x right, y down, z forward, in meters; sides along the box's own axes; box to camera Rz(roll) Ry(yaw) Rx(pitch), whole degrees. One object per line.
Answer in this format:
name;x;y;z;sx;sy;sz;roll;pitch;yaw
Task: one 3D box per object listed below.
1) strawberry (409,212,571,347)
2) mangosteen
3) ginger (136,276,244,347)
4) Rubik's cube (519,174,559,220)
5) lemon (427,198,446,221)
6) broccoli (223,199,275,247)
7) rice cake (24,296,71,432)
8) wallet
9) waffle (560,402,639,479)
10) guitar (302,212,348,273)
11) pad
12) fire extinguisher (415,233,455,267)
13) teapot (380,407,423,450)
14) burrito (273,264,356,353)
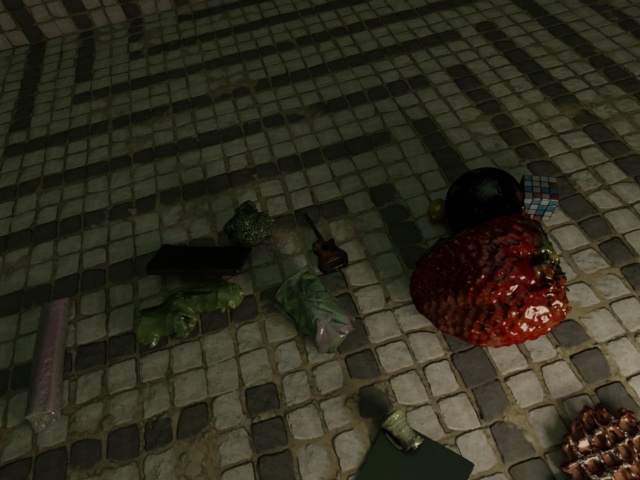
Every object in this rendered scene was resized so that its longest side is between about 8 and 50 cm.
strawberry;0.379;0.097;1.023;0.351;0.267;0.312;-11;39;25
mangosteen;0.463;-0.100;1.194;0.250;0.211;0.211;-16;47;-41
ginger;-0.346;0.187;1.152;0.290;0.089;0.137;-28;37;-18
Rubik's cube;0.616;-0.122;1.243;0.092;0.092;0.092;7;55;13
lemon;0.344;-0.087;1.273;0.062;0.062;0.083;23;58;22
broccoli;-0.210;-0.041;1.268;0.146;0.162;0.137;5;65;-22
rice cake;-0.704;0.302;1.129;0.073;0.056;0.365;-16;53;-2
wallet;-0.348;0.055;1.254;0.286;0.030;0.146;0;32;9
waffle;0.591;0.445;0.856;0.221;0.055;0.234;16;62;16
guitar;0.000;0.000;1.277;0.088;0.025;0.233;-24;53;-10
pad;0.160;0.536;0.874;0.202;0.005;0.299;23;60;22
fire extinguisher;0.317;0.031;1.197;0.132;0.056;0.039;-41;86;-18
teapot;0.174;0.411;0.931;0.083;0.057;0.067;45;107;28
burrito;-0.011;0.174;1.115;0.144;0.089;0.229;-38;56;-16
